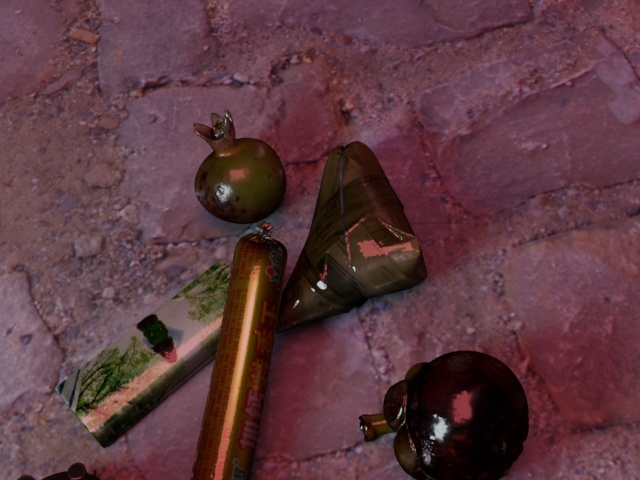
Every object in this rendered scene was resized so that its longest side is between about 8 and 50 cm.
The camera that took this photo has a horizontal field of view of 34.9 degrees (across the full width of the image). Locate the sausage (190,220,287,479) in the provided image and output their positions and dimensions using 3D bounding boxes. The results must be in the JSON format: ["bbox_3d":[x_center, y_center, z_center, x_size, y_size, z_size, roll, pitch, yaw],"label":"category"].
[{"bbox_3d":[-0.096,0.151,1.262,0.082,0.082,0.371,7,73,10],"label":"sausage"}]

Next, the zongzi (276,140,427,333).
[{"bbox_3d":[0.000,0.000,1.367,0.242,0.112,0.221,-25,57,5],"label":"zongzi"}]

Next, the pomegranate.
[{"bbox_3d":[-0.119,-0.092,1.398,0.129,0.159,0.129,-17,54,26],"label":"pomegranate"}]

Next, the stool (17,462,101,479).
[{"bbox_3d":[-0.307,0.356,1.186,0.125,0.121,0.217,12,57,11],"label":"stool"}]

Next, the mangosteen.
[{"bbox_3d":[0.156,0.204,1.202,0.172,0.172,0.184,-42,45,-17],"label":"mangosteen"}]

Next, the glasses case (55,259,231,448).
[{"bbox_3d":[-0.206,0.142,1.326,0.272,0.062,0.095,-40,64,-16],"label":"glasses case"}]
